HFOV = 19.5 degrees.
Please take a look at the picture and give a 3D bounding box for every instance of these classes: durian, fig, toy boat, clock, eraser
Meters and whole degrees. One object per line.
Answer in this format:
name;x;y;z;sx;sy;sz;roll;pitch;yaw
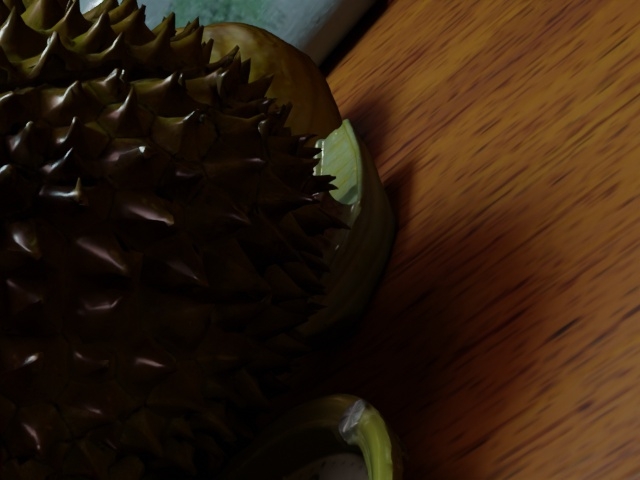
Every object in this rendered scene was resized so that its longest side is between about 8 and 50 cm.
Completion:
durian;-0.191;0.018;0.912;0.347;0.384;0.347;3;93;64
fig;-0.060;-0.034;1.144;0.159;0.159;0.257;-45;26;20
toy boat;0.000;0.000;1.056;0.065;0.066;0.172;-39;23;41
clock;-0.027;0.179;0.820;0.237;0.057;0.237;-46;21;23
eraser;-0.089;-0.153;1.380;0.227;0.174;0.081;-48;-10;12

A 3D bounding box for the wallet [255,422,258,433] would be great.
wallet;-0.073;0.140;1.025;0.111;0.030;0.166;-51;19;6
